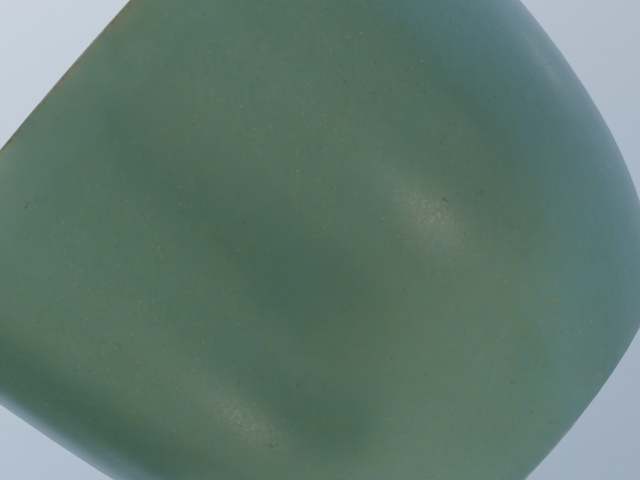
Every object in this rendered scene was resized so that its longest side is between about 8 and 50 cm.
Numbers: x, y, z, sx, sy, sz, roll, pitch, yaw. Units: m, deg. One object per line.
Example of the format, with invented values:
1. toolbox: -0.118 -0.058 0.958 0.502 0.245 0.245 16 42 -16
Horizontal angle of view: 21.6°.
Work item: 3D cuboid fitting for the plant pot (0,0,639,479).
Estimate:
1. plant pot: 0.000 0.000 0.727 0.235 0.293 0.293 41 -75 -5
